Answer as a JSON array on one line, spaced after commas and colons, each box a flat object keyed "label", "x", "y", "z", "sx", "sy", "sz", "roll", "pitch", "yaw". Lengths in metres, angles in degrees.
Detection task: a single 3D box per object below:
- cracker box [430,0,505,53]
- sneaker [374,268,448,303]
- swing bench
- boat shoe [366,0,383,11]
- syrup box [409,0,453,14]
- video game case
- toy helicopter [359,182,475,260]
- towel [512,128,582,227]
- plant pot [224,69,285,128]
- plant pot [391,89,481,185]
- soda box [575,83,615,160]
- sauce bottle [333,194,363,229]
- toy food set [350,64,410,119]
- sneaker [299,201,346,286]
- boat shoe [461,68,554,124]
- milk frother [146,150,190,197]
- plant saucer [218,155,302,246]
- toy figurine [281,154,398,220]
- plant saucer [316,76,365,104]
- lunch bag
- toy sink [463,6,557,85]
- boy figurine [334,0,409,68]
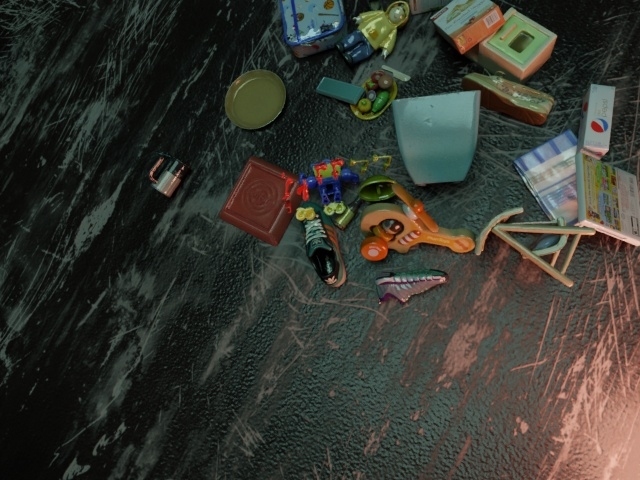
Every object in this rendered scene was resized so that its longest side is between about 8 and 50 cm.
[{"label": "cracker box", "x": 0.464, "y": -0.705, "z": 1.576, "sx": 0.156, "sy": 0.067, "sz": 0.232, "roll": -34, "pitch": 36, "yaw": 17}, {"label": "sneaker", "x": 0.281, "y": 0.144, "z": 1.516, "sx": 0.224, "sy": 0.083, "sz": 0.098, "roll": -5, "pitch": 100, "yaw": 16}, {"label": "swing bench", "x": 0.569, "y": -0.003, "z": 1.351, "sx": 0.255, "sy": 0.253, "sz": 0.165, "roll": 21, "pitch": 99, "yaw": 17}, {"label": "boat shoe", "x": 0.192, "y": -0.867, "z": 1.765, "sx": 0.056, "sy": 0.049, "sz": 0.152, "roll": -19, "pitch": 73, "yaw": 10}, {"label": "syrup box", "x": 0.420, "y": -0.862, "z": 1.680, "sx": 0.237, "sy": 0.096, "sz": 0.093, "roll": -7, "pitch": 74, "yaw": 13}, {"label": "video game case", "x": 0.801, "y": -0.117, "z": 1.371, "sx": 0.207, "sy": 0.026, "sz": 0.226, "roll": 18, "pitch": 64, "yaw": -14}, {"label": "toy helicopter", "x": 0.296, "y": -0.041, "z": 1.479, "sx": 0.356, "sy": 0.234, "sz": 0.140, "roll": 11, "pitch": 47, "yaw": -1}, {"label": "towel", "x": 0.739, "y": -0.177, "z": 1.478, "sx": 0.209, "sy": 0.034, "sz": 0.284, "roll": -29, "pitch": 72, "yaw": 6}, {"label": "plant pot", "x": -0.235, "y": -0.512, "z": 1.807, "sx": 0.237, "sy": 0.032, "sz": 0.236, "roll": -3, "pitch": 77, "yaw": 15}, {"label": "plant pot", "x": 0.356, "y": -0.295, "z": 1.504, "sx": 0.248, "sy": 0.247, "sz": 0.252, "roll": -2, "pitch": 95, "yaw": 14}, {"label": "soda box", "x": 0.815, "y": -0.351, "z": 1.462, "sx": 0.069, "sy": 0.074, "sz": 0.216, "roll": 12, "pitch": 74, "yaw": 12}, {"label": "sauce bottle", "x": 0.095, "y": -0.093, "z": 1.623, "sx": 0.042, "sy": 0.042, "sz": 0.128, "roll": 36, "pitch": 83, "yaw": 19}, {"label": "toy food set", "x": 0.190, "y": -0.517, "z": 1.676, "sx": 0.128, "sy": 0.071, "sz": 0.218, "roll": 40, "pitch": 90, "yaw": 19}, {"label": "sneaker", "x": 0.000, "y": 0.000, "z": 1.583, "sx": 0.108, "sy": 0.121, "sz": 0.302, "roll": -24, "pitch": 72, "yaw": 9}, {"label": "boat shoe", "x": 0.585, "y": -0.462, "z": 1.553, "sx": 0.285, "sy": 0.104, "sz": 0.089, "roll": 30, "pitch": 82, "yaw": 8}, {"label": "milk frother", "x": -0.573, "y": -0.253, "z": 1.813, "sx": 0.134, "sy": 0.129, "sz": 0.143, "roll": -55, "pitch": 28, "yaw": -2}, {"label": "plant saucer", "x": -0.204, "y": -0.147, "z": 1.709, "sx": 0.259, "sy": 0.048, "sz": 0.259, "roll": 26, "pitch": 85, "yaw": 18}, {"label": "toy figurine", "x": 0.050, "y": -0.225, "z": 1.592, "sx": 0.363, "sy": 0.191, "sz": 0.217, "roll": -12, "pitch": 39, "yaw": 4}, {"label": "plant saucer", "x": 0.064, "y": -0.525, "z": 1.710, "sx": 0.192, "sy": 0.018, "sz": 0.067, "roll": 29, "pitch": 86, "yaw": 37}, {"label": "lunch bag", "x": -0.032, "y": -0.820, "z": 1.782, "sx": 0.243, "sy": 0.115, "sz": 0.303, "roll": -11, "pitch": 74, "yaw": 14}, {"label": "toy sink", "x": 0.592, "y": -0.622, "z": 1.564, "sx": 0.153, "sy": 0.131, "sz": 0.234, "roll": -46, "pitch": 71, "yaw": 1}, {"label": "boy figurine", "x": 0.194, "y": -0.713, "z": 1.701, "sx": 0.285, "sy": 0.092, "sz": 0.177, "roll": -33, "pitch": 94, "yaw": 7}]
